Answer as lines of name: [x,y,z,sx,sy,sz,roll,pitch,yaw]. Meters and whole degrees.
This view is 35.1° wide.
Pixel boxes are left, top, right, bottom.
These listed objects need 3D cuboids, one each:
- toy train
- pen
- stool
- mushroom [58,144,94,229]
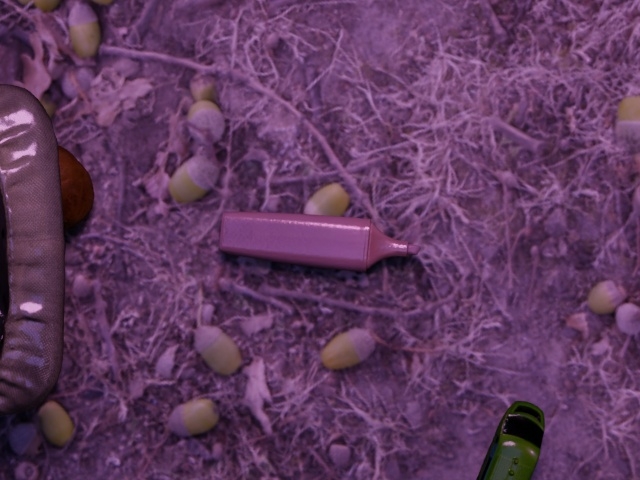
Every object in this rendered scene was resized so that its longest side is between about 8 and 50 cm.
toy train: [0.167,0.256,0.974,0.044,0.042,0.209,22,88,1]
pen: [0.000,0.000,0.995,0.197,0.032,0.053,6,87,4]
stool: [-0.405,0.010,0.871,0.310,0.226,0.310,-3,88,17]
mushroom: [-0.269,-0.030,0.982,0.088,0.073,0.130,14,92,-33]
